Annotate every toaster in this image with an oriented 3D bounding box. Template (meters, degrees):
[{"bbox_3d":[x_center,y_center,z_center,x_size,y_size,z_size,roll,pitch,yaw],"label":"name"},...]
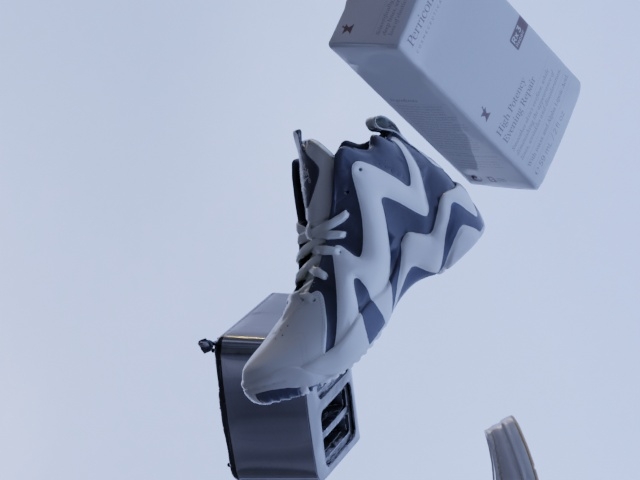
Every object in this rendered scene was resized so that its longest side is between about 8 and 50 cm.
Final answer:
[{"bbox_3d":[-0.036,0.156,1.898,0.110,0.185,0.168,-1,-74,22],"label":"toaster"}]

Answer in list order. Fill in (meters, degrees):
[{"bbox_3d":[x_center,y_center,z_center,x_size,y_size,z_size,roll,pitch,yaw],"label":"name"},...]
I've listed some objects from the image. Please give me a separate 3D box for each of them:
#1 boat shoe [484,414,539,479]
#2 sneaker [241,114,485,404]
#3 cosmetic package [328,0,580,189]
[{"bbox_3d":[0.175,0.307,1.715,0.098,0.096,0.277,60,21,-74],"label":"boat shoe"},{"bbox_3d":[0.000,0.000,1.332,0.153,0.235,0.094,53,-16,-14],"label":"sneaker"},{"bbox_3d":[0.120,-0.151,1.545,0.085,0.231,0.117,6,-114,43],"label":"cosmetic package"}]
